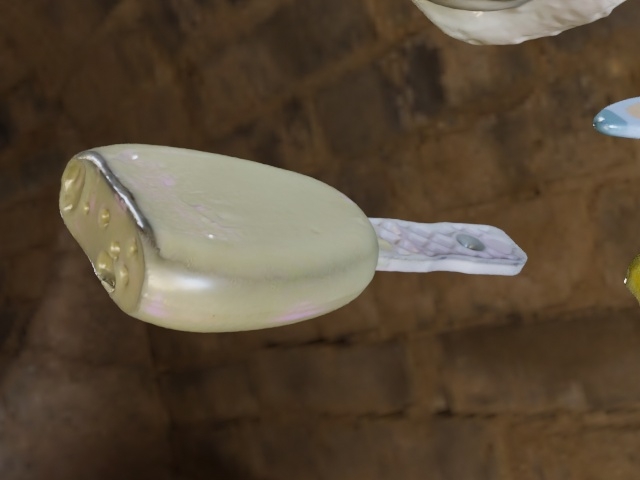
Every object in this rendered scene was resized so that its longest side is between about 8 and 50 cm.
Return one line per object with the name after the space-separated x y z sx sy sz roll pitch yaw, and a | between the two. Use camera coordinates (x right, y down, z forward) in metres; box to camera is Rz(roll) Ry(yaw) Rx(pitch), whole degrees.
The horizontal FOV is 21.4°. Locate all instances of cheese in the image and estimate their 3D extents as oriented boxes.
0.000 0.000 0.648 0.097 0.192 0.037 51 -51 46 | cheese

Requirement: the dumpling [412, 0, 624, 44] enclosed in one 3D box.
0.067 -0.169 0.705 0.151 0.124 0.229 -1 -38 41 | dumpling

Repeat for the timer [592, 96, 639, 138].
0.276 -0.077 0.939 0.175 0.255 0.175 -6 -103 29 | timer

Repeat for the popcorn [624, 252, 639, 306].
0.228 0.005 0.647 0.195 0.168 0.173 -26 -114 42 | popcorn
